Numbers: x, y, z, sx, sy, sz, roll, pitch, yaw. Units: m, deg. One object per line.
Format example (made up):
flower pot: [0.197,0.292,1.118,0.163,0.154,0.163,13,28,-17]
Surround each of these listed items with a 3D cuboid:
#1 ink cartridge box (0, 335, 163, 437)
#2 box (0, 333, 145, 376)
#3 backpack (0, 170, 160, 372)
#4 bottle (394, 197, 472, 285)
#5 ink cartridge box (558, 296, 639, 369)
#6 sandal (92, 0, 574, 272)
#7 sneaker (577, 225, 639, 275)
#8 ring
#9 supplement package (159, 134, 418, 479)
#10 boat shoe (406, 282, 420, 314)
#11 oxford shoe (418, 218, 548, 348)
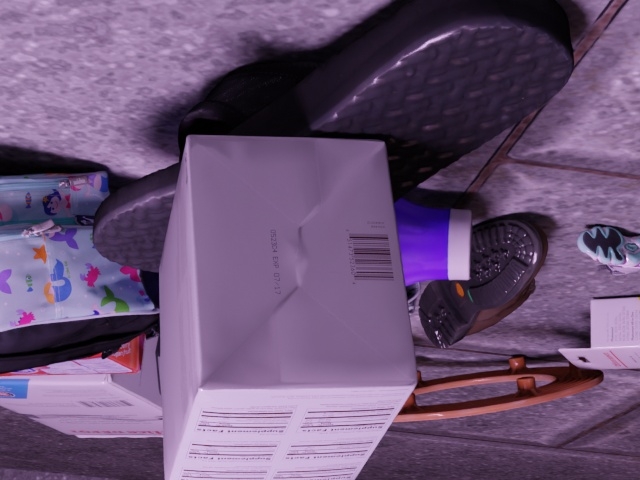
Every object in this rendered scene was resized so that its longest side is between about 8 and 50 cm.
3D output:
ink cartridge box: [-0.295,0.160,1.751,0.223,0.129,0.307,-3,160,19]
box: [-0.335,0.081,1.539,0.257,0.122,0.128,-4,159,23]
backpack: [-0.297,0.040,1.261,0.253,0.191,0.225,-16,177,-39]
bottle: [0.000,0.000,1.278,0.283,0.092,0.118,1,161,9]
ink cartridge box: [0.370,0.105,1.544,0.181,0.061,0.104,-5,160,25]
sandal: [-0.002,-0.087,1.049,0.446,0.107,0.167,-27,145,35]
sneaker: [0.286,0.016,1.343,0.098,0.038,0.069,11,159,-17]
ring: [0.180,0.179,1.684,0.337,0.032,0.336,-8,-179,0]
supplement package: [-0.034,0.058,0.992,0.149,0.194,0.203,1,152,-12]
boat shoe: [0.065,0.054,1.441,0.081,0.079,0.227,5,158,11]
oxford shoe: [0.180,0.032,1.385,0.096,0.082,0.227,-18,164,-25]
